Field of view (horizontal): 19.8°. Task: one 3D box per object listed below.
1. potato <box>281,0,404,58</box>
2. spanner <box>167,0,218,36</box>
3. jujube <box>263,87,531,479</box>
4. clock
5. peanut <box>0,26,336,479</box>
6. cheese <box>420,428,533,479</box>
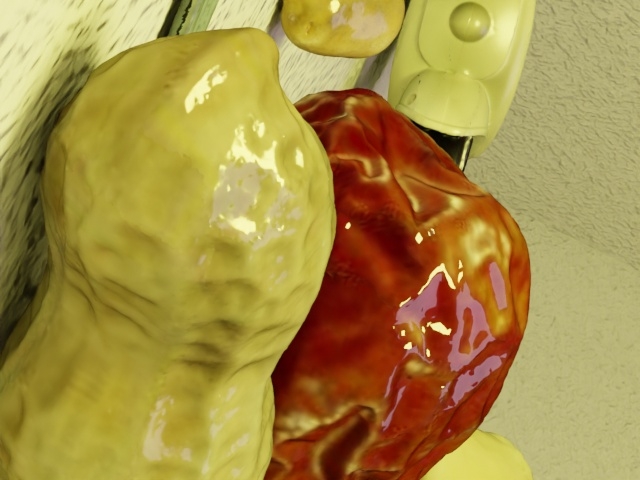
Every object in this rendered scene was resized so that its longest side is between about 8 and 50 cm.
[{"bbox_3d":[0.012,-0.138,1.071,0.062,0.068,0.083,-22,-179,29],"label":"potato"},{"bbox_3d":[-0.052,-0.103,0.792,0.302,0.017,0.071,-66,175,15],"label":"spanner"},{"bbox_3d":[-0.027,0.080,1.030,0.342,0.216,0.216,-49,-177,27],"label":"jujube"},{"bbox_3d":[0.131,-0.190,1.711,0.379,0.120,0.276,-76,180,-68],"label":"clock"},{"bbox_3d":[-0.068,0.034,0.737,0.136,0.120,0.298,-53,166,-45],"label":"peanut"},{"bbox_3d":[-0.008,0.317,1.083,0.384,0.104,0.384,-28,-133,36],"label":"cheese"}]
